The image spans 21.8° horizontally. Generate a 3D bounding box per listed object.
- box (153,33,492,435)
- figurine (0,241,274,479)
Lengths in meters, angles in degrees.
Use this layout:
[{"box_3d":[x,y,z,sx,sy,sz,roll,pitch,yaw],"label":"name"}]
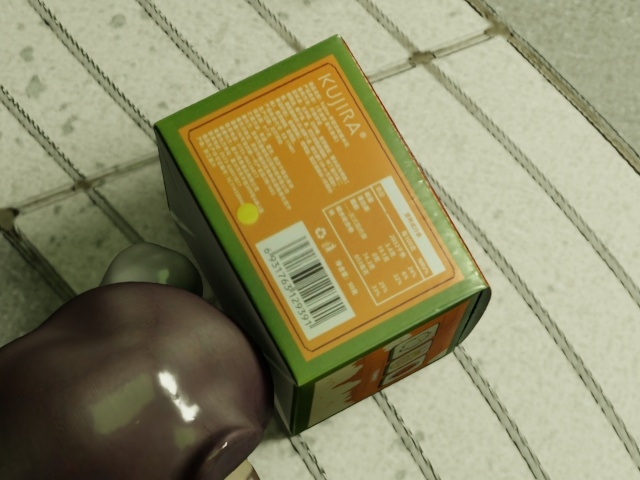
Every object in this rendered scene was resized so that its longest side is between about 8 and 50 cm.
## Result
[{"box_3d":[0.000,0.000,1.100,0.148,0.177,0.195,-28,76,-9],"label":"box"},{"box_3d":[-0.065,0.185,1.022,0.206,0.218,0.365,-41,86,-4],"label":"figurine"}]
